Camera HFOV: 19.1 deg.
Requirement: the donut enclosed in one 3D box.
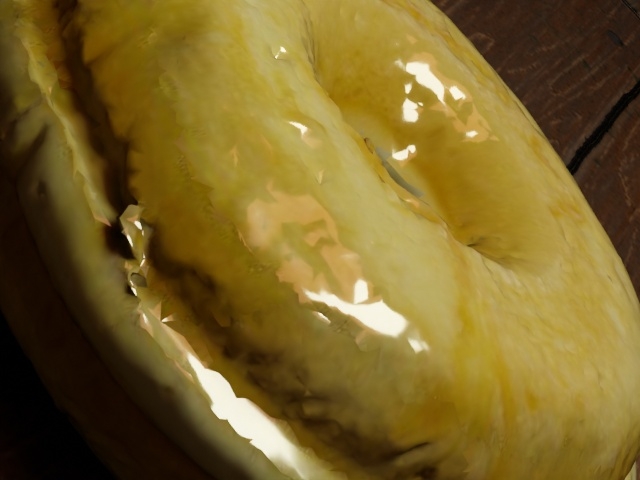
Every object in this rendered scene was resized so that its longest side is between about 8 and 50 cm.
[{"bbox_3d":[0.000,0.000,1.007,0.449,0.198,0.449,34,30,-23],"label":"donut"}]
